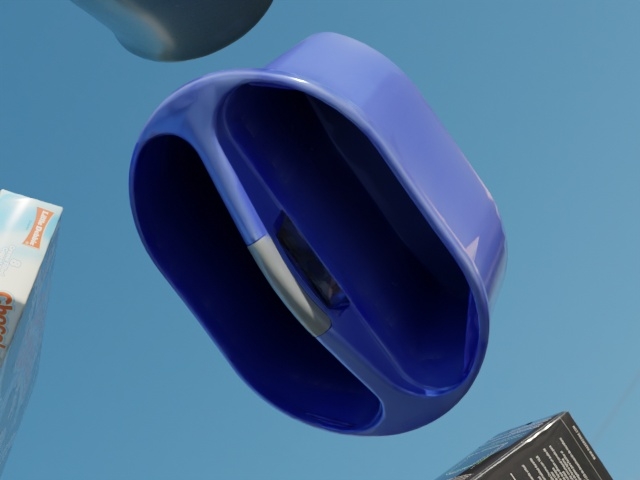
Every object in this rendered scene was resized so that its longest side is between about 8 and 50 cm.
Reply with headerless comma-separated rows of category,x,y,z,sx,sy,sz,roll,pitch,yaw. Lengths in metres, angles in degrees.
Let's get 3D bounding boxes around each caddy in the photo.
caddy,0.000,0.000,1.467,0.241,0.341,0.179,-28,15,32

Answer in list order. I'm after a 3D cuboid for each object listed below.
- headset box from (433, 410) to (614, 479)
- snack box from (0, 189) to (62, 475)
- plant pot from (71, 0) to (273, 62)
headset box,0.113,0.302,1.272,0.283,0.246,0.131,-33,-2,-23
snack box,-0.289,0.119,1.562,0.322,0.060,0.187,111,176,-57
plant pot,-0.163,-0.316,1.716,0.271,0.272,0.255,-47,-37,-16
